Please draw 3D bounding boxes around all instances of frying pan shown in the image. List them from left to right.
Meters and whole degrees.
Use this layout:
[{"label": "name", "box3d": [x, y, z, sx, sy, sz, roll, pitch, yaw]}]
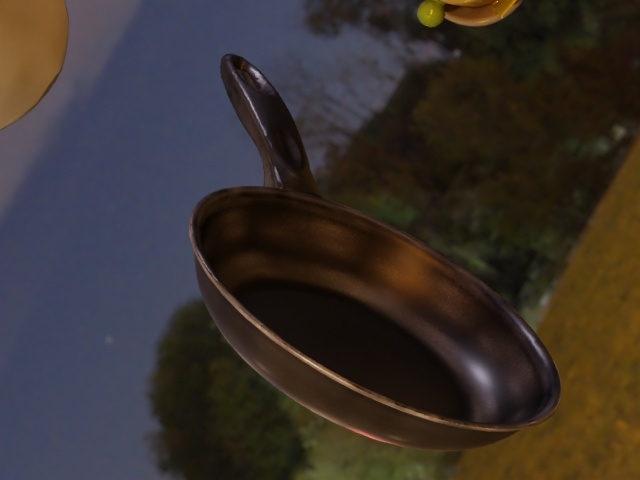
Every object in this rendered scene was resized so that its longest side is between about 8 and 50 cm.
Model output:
[{"label": "frying pan", "box3d": [-0.018, 0.001, 0.882, 0.197, 0.326, 0.053, 0, -56, -50]}]

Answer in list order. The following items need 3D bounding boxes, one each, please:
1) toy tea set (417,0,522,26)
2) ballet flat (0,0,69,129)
[{"label": "toy tea set", "box3d": [0.127, -0.321, 1.218, 0.336, 0.200, 0.124, -51, -23, 11]}, {"label": "ballet flat", "box3d": [-0.246, -0.176, 0.613, 0.139, 0.400, 0.139, -40, 17, 15]}]
